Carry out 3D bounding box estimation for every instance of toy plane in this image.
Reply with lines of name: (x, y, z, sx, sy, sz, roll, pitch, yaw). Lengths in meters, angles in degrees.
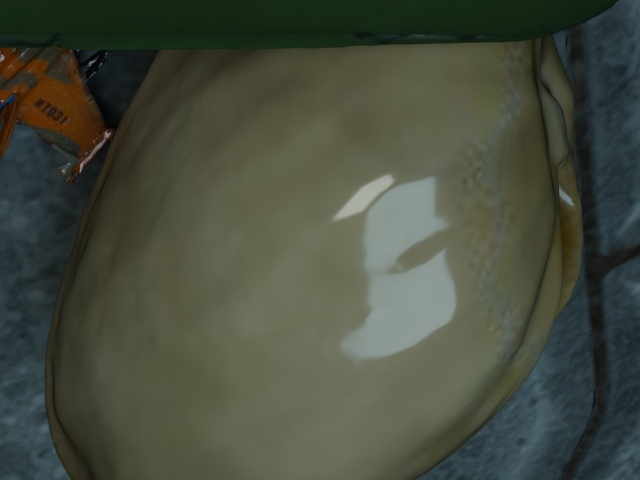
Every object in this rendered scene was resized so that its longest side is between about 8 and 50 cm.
toy plane: (-0.121, -0.099, 0.571, 0.188, 0.062, 0.135, -52, 131, 0)

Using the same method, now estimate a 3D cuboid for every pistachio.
pistachio: (0.000, 0.000, 0.609, 0.230, 0.230, 0.309, 21, 122, -37)

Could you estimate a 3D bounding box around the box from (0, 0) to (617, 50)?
box: (-0.033, -0.203, 0.425, 0.328, 0.178, 0.253, -1, 132, -18)
